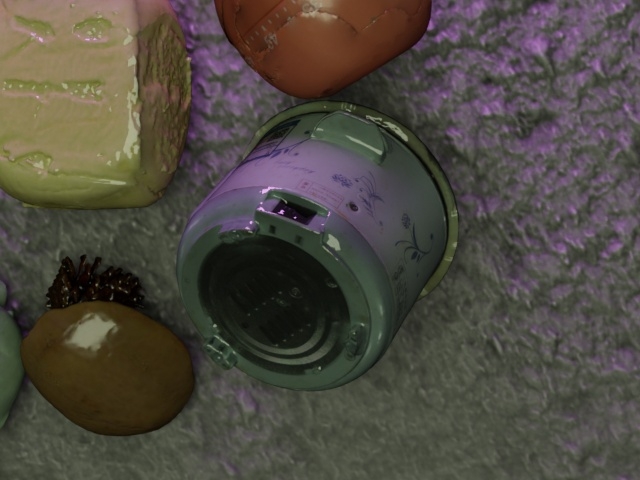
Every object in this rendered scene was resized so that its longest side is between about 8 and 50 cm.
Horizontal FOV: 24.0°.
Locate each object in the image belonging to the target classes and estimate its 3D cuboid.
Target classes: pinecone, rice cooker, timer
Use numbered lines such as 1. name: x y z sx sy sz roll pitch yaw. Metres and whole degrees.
1. pinecone: -0.262 0.068 1.750 0.109 0.102 0.102 18 97 -24
2. rice cooker: 0.000 0.000 1.623 0.264 0.316 0.317 18 96 15
3. timer: 0.002 -0.269 1.625 0.229 0.229 0.215 -34 89 7

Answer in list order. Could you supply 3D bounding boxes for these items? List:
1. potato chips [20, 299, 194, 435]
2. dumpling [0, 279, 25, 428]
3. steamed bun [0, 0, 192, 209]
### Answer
1. potato chips: -0.244 0.161 1.721 0.195 0.062 0.208 -11 125 7
2. dumpling: -0.421 0.139 1.747 0.152 0.108 0.219 8 77 -30
3. steamed bun: -0.263 -0.169 1.693 0.232 0.166 0.273 -3 89 18
